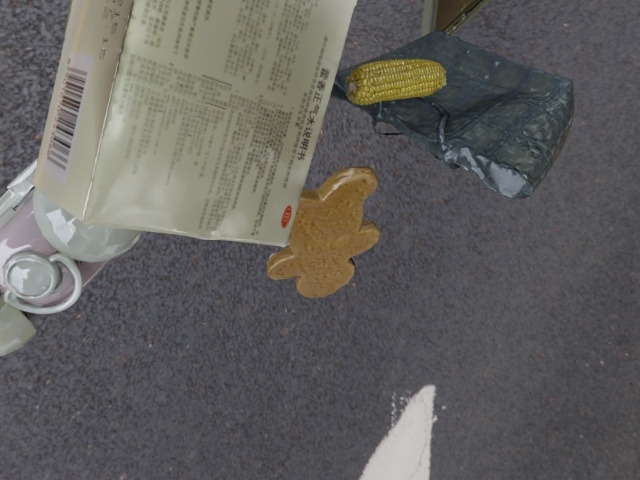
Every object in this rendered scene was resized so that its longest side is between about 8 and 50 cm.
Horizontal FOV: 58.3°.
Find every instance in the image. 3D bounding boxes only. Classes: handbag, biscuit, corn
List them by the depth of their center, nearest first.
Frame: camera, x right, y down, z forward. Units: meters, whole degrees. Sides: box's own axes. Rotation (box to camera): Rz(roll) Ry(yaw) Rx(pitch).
[{"bbox_3d":[0.067,-0.141,0.506,0.093,0.037,0.037,-9,113,-19],"label":"corn"},{"bbox_3d":[0.145,-0.142,0.624,0.175,0.270,0.088,-32,143,-34],"label":"handbag"},{"bbox_3d":[0.000,0.000,1.018,0.216,0.047,0.339,-20,148,-5],"label":"biscuit"}]

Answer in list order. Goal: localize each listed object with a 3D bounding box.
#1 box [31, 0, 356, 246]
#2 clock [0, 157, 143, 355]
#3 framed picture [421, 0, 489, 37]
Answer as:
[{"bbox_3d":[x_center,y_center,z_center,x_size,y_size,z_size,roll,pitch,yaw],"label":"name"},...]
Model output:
[{"bbox_3d":[-0.079,-0.113,0.396,0.168,0.095,0.211,9,102,-44],"label":"box"},{"bbox_3d":[-0.397,-0.013,0.847,0.184,0.325,0.342,41,98,-23],"label":"clock"},{"bbox_3d":[0.250,-0.434,0.811,0.024,0.232,0.315,38,69,23],"label":"framed picture"}]
